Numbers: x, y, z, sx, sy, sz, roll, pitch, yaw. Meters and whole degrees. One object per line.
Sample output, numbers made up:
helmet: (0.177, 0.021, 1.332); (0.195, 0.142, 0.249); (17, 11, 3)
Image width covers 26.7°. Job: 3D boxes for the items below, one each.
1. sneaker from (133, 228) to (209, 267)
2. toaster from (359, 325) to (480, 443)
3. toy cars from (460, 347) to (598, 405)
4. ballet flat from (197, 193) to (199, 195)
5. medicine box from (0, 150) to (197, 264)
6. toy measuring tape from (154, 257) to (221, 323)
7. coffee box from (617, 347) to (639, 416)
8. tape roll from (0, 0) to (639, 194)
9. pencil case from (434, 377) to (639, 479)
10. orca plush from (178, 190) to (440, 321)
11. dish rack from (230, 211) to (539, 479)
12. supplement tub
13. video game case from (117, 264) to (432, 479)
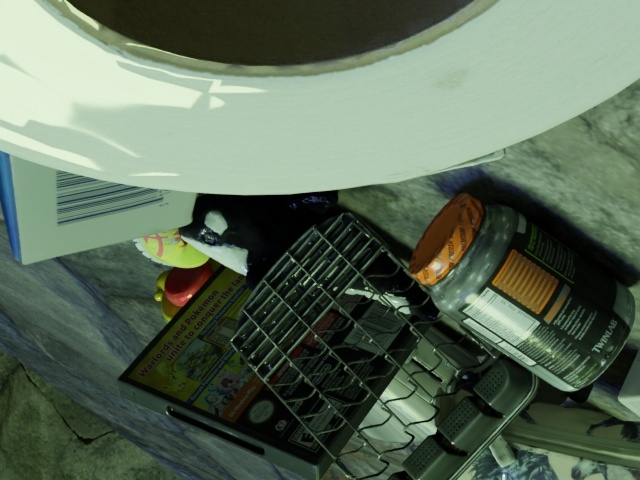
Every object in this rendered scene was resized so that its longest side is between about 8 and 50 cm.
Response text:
sneaker: (-0.178, -0.032, 1.573); (0.094, 0.081, 0.208); (9, 151, 37)
toaster: (0.076, 0.156, 1.618); (0.146, 0.129, 0.227); (40, 159, -18)
toy cars: (0.257, 0.197, 1.539); (0.176, 0.087, 0.393); (1, 145, 23)
ballet flat: (-0.175, -0.107, 1.422); (0.067, 0.073, 0.206); (-8, 144, 35)
medicine box: (-0.187, -0.168, 0.980); (0.149, 0.289, 0.263); (-14, 164, -14)
toy measuring tape: (-0.102, 0.085, 1.695); (0.330, 0.121, 0.121); (8, 150, 43)
coffee box: (0.370, 0.087, 1.065); (0.098, 0.141, 0.246); (36, 158, -17)
tape roll: (-0.015, -0.146, 0.491); (0.392, 0.072, 0.392); (-4, 150, -2)
pencil case: (0.310, 0.241, 1.351); (0.410, 0.160, 0.183); (6, 159, 16)
orca plush: (0.000, 0.000, 1.398); (0.287, 0.151, 0.102); (28, 128, 11)
dish rack: (0.050, 0.116, 1.319); (0.271, 0.208, 0.074); (45, -172, 21)
supplement tub: (0.183, 0.045, 1.239); (0.190, 0.117, 0.117); (34, 158, -11)
video game case: (-0.041, 0.116, 1.478); (0.248, 0.275, 0.035); (20, 136, 23)
